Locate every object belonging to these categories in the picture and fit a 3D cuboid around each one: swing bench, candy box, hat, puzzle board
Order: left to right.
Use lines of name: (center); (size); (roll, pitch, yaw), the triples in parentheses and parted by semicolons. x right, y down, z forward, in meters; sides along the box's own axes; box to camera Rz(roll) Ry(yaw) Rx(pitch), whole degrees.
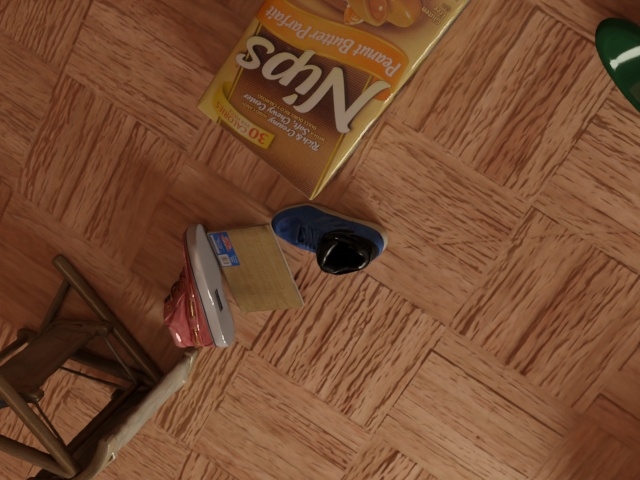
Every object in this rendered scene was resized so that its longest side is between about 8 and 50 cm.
swing bench: (-0.341, 0.191, 1.568); (0.254, 0.253, 0.165); (35, 119, 5)
puzzle board: (-0.083, 0.036, 1.532); (0.096, 0.011, 0.128); (-7, 118, 29)
candy box: (0.017, -0.224, 1.355); (0.183, 0.087, 0.316); (39, 119, 2)
hat: (0.420, -0.208, 1.215); (0.183, 0.208, 0.173); (-41, 138, -3)

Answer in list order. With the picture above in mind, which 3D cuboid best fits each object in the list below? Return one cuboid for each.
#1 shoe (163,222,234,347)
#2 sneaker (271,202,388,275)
shoe: (-0.174, 0.064, 1.559); (0.081, 0.063, 0.178); (-5, 113, 17)
sneaker: (0.000, -0.001, 1.455); (0.152, 0.084, 0.058); (15, 116, 15)
